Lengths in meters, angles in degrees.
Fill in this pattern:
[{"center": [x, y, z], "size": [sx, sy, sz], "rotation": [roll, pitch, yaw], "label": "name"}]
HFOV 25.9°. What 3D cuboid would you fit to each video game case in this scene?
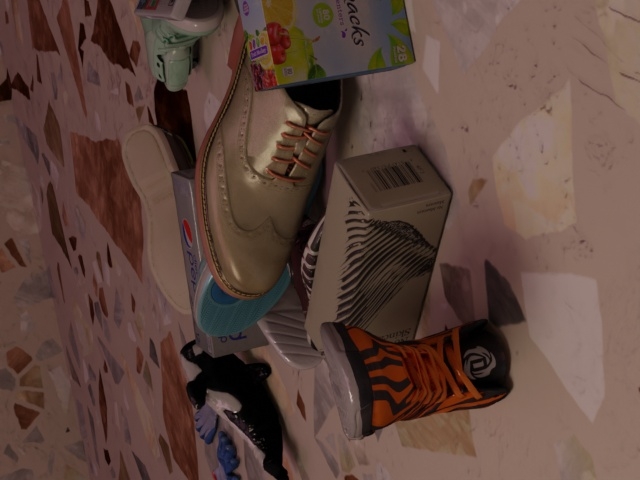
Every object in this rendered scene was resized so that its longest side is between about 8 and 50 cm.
[{"center": [-0.195, -0.410, 1.990], "size": [0.183, 0.023, 0.201], "rotation": [22, 90, 64], "label": "video game case"}]

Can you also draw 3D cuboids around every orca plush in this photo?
[{"center": [-0.120, 0.239, 2.178], "size": [0.102, 0.151, 0.287], "rotation": [-54, 40, 20], "label": "orca plush"}]

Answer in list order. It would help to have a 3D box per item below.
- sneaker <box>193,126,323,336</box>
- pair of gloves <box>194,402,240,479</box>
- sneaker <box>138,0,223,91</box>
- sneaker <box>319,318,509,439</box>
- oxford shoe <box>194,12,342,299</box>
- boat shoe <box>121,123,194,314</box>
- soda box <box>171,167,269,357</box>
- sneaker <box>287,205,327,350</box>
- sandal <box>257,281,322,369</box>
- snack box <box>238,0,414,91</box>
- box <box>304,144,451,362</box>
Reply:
[{"center": [-0.112, -0.040, 1.932], "size": [0.319, 0.127, 0.208], "rotation": [-64, 33, 19], "label": "sneaker"}, {"center": [-0.191, 0.358, 2.506], "size": [0.198, 0.023, 0.159], "rotation": [67, 155, 24], "label": "pair of gloves"}, {"center": [-0.201, -0.298, 2.109], "size": [0.256, 0.094, 0.151], "rotation": [-147, 46, -62], "label": "sneaker"}, {"center": [0.102, 0.128, 1.447], "size": [0.321, 0.180, 0.124], "rotation": [43, -147, -83], "label": "sneaker"}, {"center": [-0.056, -0.121, 1.690], "size": [0.146, 0.140, 0.397], "rotation": [10, 94, 60], "label": "oxford shoe"}, {"center": [-0.236, -0.038, 2.317], "size": [0.116, 0.097, 0.324], "rotation": [-22, 83, 26], "label": "boat shoe"}, {"center": [-0.154, 0.028, 2.148], "size": [0.091, 0.098, 0.286], "rotation": [-158, 59, -65], "label": "soda box"}, {"center": [0.000, 0.000, 1.763], "size": [0.281, 0.106, 0.162], "rotation": [102, 151, -46], "label": "sneaker"}, {"center": [-0.081, 0.087, 2.000], "size": [0.265, 0.102, 0.076], "rotation": [64, 152, 27], "label": "sandal"}, {"center": [-0.002, -0.279, 1.527], "size": [0.070, 0.174, 0.207], "rotation": [-3, 98, 64], "label": "snack box"}, {"center": [0.062, 0.027, 1.618], "size": [0.094, 0.113, 0.275], "rotation": [57, 151, 38], "label": "box"}]
